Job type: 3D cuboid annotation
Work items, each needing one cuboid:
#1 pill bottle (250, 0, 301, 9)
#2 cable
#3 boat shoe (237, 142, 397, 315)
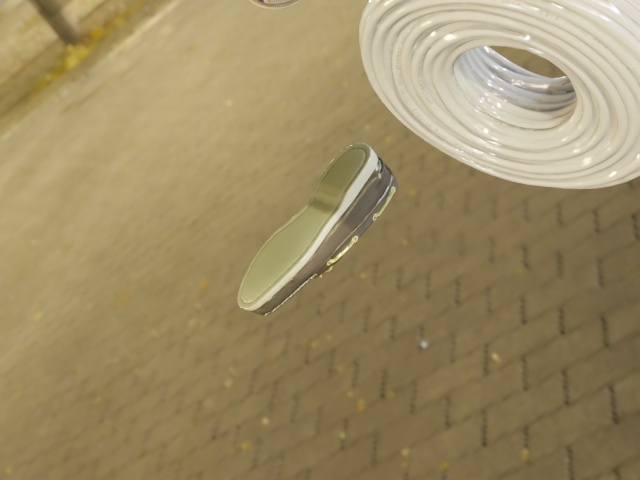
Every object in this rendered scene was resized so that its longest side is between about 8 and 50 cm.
[{"bbox_3d":[-0.038,-0.234,1.112,0.067,0.067,0.120,-42,-13,-9],"label":"pill bottle"},{"bbox_3d":[0.156,-0.139,1.069,0.257,0.257,0.089,15,61,19],"label":"cable"},{"bbox_3d":[0.000,0.000,1.578,0.227,0.069,0.081,-51,36,-4],"label":"boat shoe"}]
